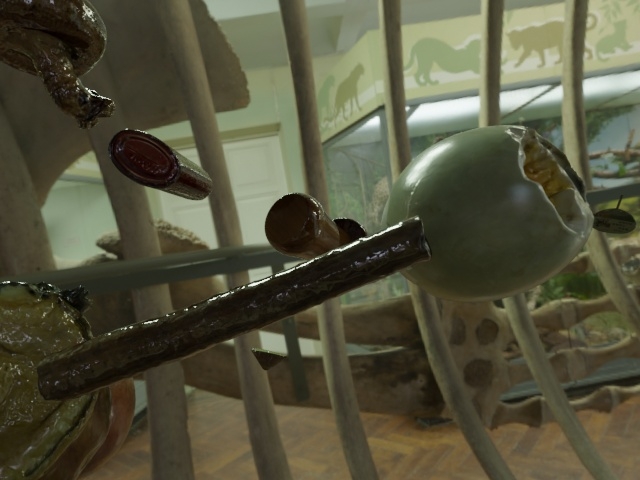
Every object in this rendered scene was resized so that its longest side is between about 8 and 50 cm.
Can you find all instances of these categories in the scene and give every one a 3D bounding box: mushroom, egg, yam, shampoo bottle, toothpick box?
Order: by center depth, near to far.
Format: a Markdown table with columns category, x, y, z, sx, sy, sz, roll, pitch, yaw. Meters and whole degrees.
| category | x | y | z | sx | sy | sz | roll | pitch | yaw |
| --- | --- | --- | --- | --- | --- | --- | --- | --- | --- |
| yam | -0.070 | 0.058 | 0.366 | 0.327 | 0.045 | 0.045 | -21 | -39 | 6 |
| shampoo bottle | -0.230 | -0.106 | 0.724 | 0.102 | 0.064 | 0.260 | 29 | 0 | -1 |
| egg | 0.243 | -0.032 | 0.769 | 0.278 | 0.278 | 0.336 | -11 | -13 | -45 |
| toothpick box | 0.000 | 0.000 | 1.174 | 0.192 | 0.192 | 0.294 | -8 | -26 | 35 |
| mushroom | -0.746 | -0.507 | 1.242 | 0.331 | 0.356 | 0.334 | 17 | 6 | 43 |

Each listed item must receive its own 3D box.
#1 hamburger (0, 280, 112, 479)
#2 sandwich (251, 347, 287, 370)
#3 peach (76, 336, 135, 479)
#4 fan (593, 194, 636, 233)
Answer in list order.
| category | x | y | z | sx | sy | sz | roll | pitch | yaw |
| --- | --- | --- | --- | --- | --- | --- | --- | --- | --- |
| hamburger | -0.340 | 0.193 | 0.477 | 0.132 | 0.211 | 0.309 | -34 | 15 | 48 |
| sandwich | -0.120 | 0.270 | 1.041 | 0.083 | 0.044 | 0.031 | 17 | -1 | -8 |
| peach | -0.419 | 0.247 | 0.697 | 0.252 | 0.252 | 0.252 | -9 | 2 | 0 |
| fan | 0.440 | -0.036 | 0.704 | 0.060 | 0.080 | 0.003 | -12 | 38 | 46 |
